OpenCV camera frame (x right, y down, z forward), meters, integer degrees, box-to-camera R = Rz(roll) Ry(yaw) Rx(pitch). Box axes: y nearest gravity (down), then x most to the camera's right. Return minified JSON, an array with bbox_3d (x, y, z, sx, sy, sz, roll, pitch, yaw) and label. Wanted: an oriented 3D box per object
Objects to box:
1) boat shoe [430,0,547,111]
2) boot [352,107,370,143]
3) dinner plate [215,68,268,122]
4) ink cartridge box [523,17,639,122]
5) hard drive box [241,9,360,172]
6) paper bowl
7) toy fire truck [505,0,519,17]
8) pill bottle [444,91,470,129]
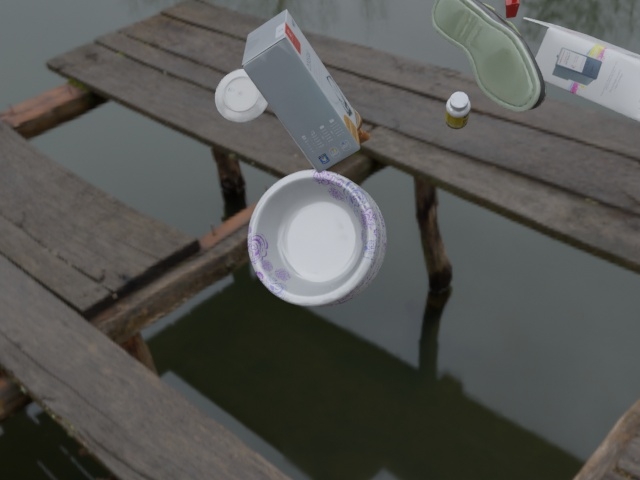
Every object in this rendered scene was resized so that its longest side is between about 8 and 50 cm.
[{"bbox_3d":[0.234,-0.253,1.010,0.069,0.081,0.227,0,48,-39],"label":"boat shoe"},{"bbox_3d":[0.063,-0.258,1.755,0.152,0.072,0.197,20,-2,-41],"label":"boot"},{"bbox_3d":[-0.195,-0.361,1.886,0.141,0.017,0.141,-2,78,10],"label":"dinner plate"},{"bbox_3d":[0.621,-0.384,1.715,0.207,0.119,0.353,-8,35,-47],"label":"ink cartridge box"},{"bbox_3d":[-0.032,-0.260,1.326,0.089,0.232,0.181,-30,28,15],"label":"hard drive box"},{"bbox_3d":[0.000,0.000,1.618,0.285,0.284,0.148,5,-4,18],"label":"paper bowl"},{"bbox_3d":[0.425,-0.642,1.886,0.135,0.192,0.047,0,51,11],"label":"toy fire truck"},{"bbox_3d":[0.366,-0.347,2.030,0.065,0.116,0.065,-2,72,6],"label":"pill bottle"}]
